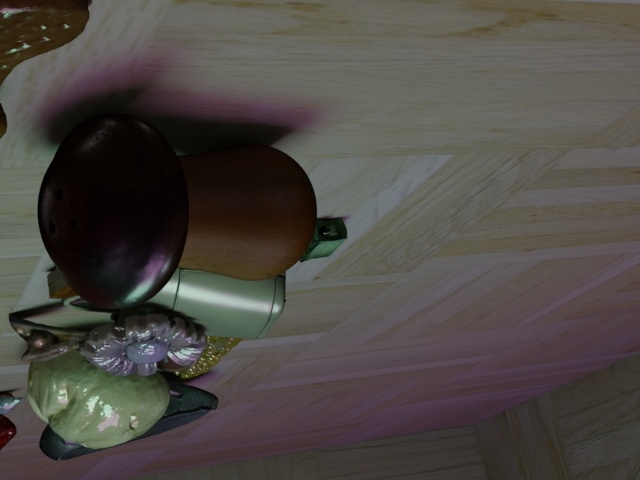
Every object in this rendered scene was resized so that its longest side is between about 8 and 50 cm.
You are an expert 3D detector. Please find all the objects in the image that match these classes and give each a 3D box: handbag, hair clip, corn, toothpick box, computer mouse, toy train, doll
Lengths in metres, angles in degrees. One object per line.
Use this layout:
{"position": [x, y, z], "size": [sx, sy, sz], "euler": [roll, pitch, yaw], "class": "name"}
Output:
{"position": [-0.216, 0.072, 1.658], "size": [0.315, 0.109, 0.241], "euler": [6, 158, -12], "class": "handbag"}
{"position": [-0.322, 0.152, 1.659], "size": [0.300, 0.069, 0.173], "euler": [1, 159, 16], "class": "hair clip"}
{"position": [-0.188, 0.165, 1.912], "size": [0.087, 0.086, 0.288], "euler": [-2, 159, -30], "class": "corn"}
{"position": [-0.147, -0.028, 1.175], "size": [0.192, 0.192, 0.294], "euler": [-26, 163, 38], "class": "toothpick box"}
{"position": [-0.388, 0.341, 2.283], "size": [0.374, 0.114, 0.203], "euler": [-10, 162, -33], "class": "computer mouse"}
{"position": [0.000, 0.000, 1.603], "size": [0.056, 0.038, 0.093], "euler": [-8, 162, -23], "class": "toy train"}
{"position": [-0.615, 0.310, 2.151], "size": [0.114, 0.039, 0.057], "euler": [-7, 131, 17], "class": "doll"}

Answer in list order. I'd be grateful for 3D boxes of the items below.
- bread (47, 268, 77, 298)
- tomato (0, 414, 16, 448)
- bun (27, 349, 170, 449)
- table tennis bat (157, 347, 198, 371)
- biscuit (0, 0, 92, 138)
{"position": [-0.316, 0.046, 1.517], "size": [0.062, 0.043, 0.109], "euler": [7, 153, -43], "class": "bread"}
{"position": [-0.721, 0.402, 2.203], "size": [0.233, 0.139, 0.200], "euler": [-46, 171, -3], "class": "tomato"}
{"position": [-0.376, 0.267, 1.892], "size": [0.259, 0.160, 0.259], "euler": [11, 171, 2], "class": "bun"}
{"position": [-0.263, 0.152, 1.919], "size": [0.170, 0.107, 0.119], "euler": [-2, -160, 16], "class": "table tennis bat"}
{"position": [-0.389, -0.113, 0.931], "size": [0.283, 0.064, 0.432], "euler": [-10, 167, -38], "class": "biscuit"}
